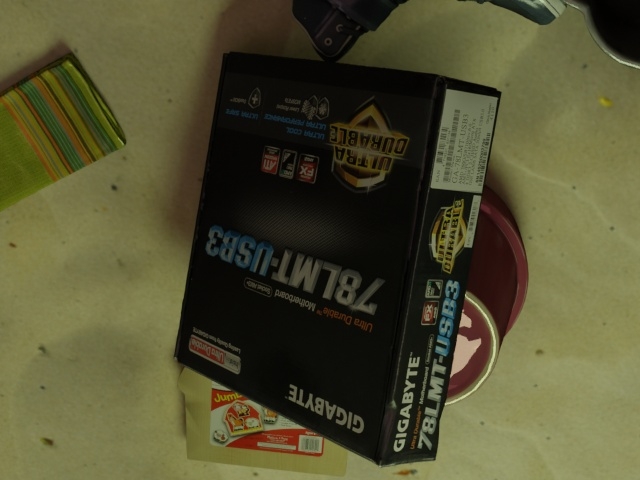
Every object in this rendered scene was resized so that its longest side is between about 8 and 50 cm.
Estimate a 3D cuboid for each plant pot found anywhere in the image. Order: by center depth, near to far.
[{"bbox_3d":[0.094,0.054,1.043,0.201,0.180,0.201,2,114,5],"label":"plant pot"}]

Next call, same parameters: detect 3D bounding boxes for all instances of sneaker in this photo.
[{"bbox_3d":[0.080,-0.205,0.976,0.226,0.086,0.163,31,101,2],"label":"sneaker"}]

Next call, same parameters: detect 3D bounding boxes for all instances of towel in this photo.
[{"bbox_3d":[-0.311,-0.084,1.104,0.237,0.021,0.102,-26,108,15],"label":"towel"}]

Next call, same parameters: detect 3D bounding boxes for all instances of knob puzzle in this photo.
[{"bbox_3d":[-0.051,0.148,1.176,0.213,0.030,0.213,2,113,5],"label":"knob puzzle"}]

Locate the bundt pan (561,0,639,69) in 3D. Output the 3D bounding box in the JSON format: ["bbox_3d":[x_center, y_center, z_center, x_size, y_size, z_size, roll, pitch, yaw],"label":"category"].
[{"bbox_3d":[0.335,-0.288,0.902,0.331,0.124,0.330,3,115,6],"label":"bundt pan"}]

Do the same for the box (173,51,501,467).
[{"bbox_3d":[0.000,0.000,0.945,0.073,0.296,0.293,6,98,-39],"label":"box"}]
